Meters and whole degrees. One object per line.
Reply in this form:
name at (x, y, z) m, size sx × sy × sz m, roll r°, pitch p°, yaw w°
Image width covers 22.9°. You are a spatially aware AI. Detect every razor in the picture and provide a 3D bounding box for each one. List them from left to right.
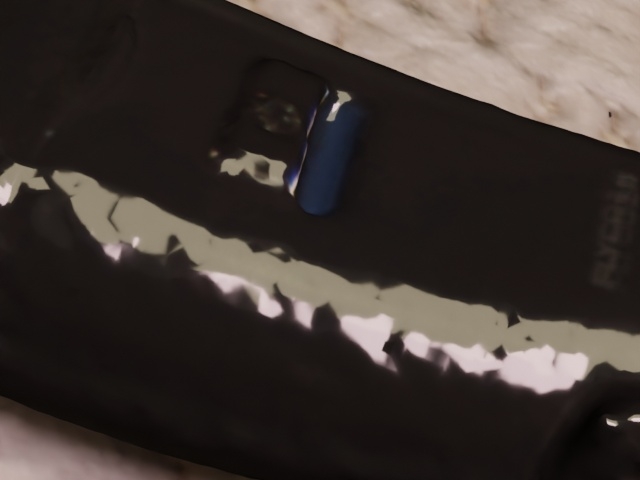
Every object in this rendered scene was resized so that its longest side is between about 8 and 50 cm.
razor at (0.000, 0.003, 0.554) m, size 0.326 × 0.107 × 0.189 m, roll 19°, pitch 44°, yaw 2°
